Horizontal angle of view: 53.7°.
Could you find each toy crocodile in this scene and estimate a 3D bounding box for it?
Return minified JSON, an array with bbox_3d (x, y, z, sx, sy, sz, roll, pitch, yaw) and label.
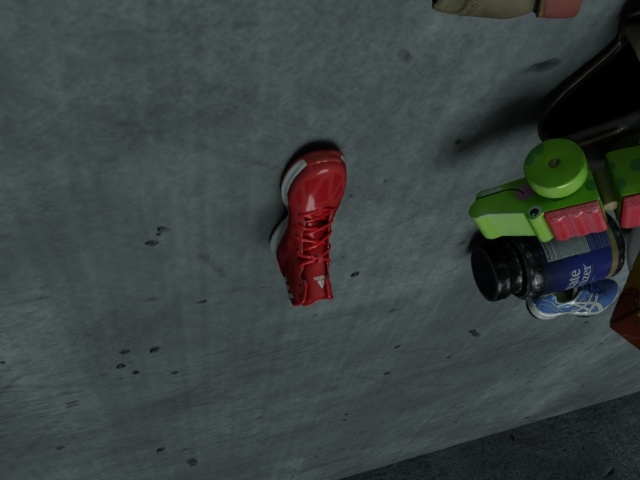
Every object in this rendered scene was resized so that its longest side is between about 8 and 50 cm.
[{"bbox_3d":[0.337,-0.059,0.697,0.341,0.105,0.115,-14,147,21],"label":"toy crocodile"}]

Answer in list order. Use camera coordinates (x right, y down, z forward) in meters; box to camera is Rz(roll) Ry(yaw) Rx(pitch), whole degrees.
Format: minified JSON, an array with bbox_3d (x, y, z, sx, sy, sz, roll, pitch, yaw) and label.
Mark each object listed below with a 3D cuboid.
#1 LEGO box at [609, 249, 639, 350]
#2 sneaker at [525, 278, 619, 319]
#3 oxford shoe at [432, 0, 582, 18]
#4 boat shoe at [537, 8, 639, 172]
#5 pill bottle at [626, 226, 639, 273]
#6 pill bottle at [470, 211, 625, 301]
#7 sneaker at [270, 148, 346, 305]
[{"bbox_3d":[0.615,-0.058,0.711,0.372,0.193,0.500,-50,176,-30],"label":"LEGO box"},{"bbox_3d":[0.541,0.116,1.325,0.211,0.080,0.081,-12,152,-16],"label":"sneaker"},{"bbox_3d":[0.102,-0.278,0.387,0.130,0.122,0.348,-2,143,17],"label":"oxford shoe"},{"bbox_3d":[0.387,-0.193,0.678,0.130,0.132,0.355,6,141,-35],"label":"boat shoe"},{"bbox_3d":[0.786,0.024,1.174,0.392,0.224,0.224,-1,145,-29],"label":"pill bottle"},{"bbox_3d":[0.367,0.028,1.035,0.219,0.122,0.122,-15,150,-9],"label":"pill bottle"},{"bbox_3d":[0.000,0.000,0.768,0.087,0.128,0.221,-10,149,-17],"label":"sneaker"}]
